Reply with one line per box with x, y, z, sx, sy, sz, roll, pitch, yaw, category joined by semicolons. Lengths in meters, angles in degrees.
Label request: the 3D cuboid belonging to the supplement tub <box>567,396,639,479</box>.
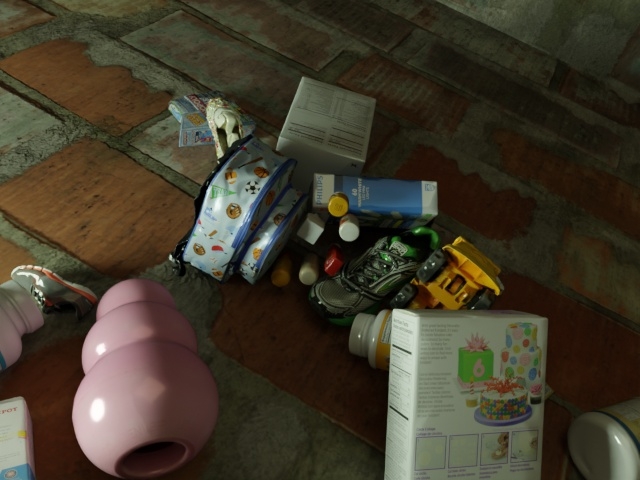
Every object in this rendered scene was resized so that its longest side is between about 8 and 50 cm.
0.587;0.376;1.011;0.200;0.144;0.144;-6;52;-24;supplement tub

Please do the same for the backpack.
-0.147;-0.062;1.075;0.213;0.263;0.276;22;45;1;backpack

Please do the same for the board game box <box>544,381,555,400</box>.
0.325;0.299;1.062;0.243;0.042;0.165;-22;59;-33;board game box

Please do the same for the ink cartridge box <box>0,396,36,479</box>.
-0.457;0.301;0.761;0.092;0.090;0.143;-7;51;-24;ink cartridge box

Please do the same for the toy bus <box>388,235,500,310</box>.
0.265;0.099;1.132;0.149;0.220;0.211;41;27;7;toy bus

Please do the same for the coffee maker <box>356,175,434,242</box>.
0.173;-0.055;1.298;0.178;0.120;0.171;11;73;-8;coffee maker

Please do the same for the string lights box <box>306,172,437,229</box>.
0.105;-0.081;1.159;0.260;0.133;0.076;3;76;-6;string lights box

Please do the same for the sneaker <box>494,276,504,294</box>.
0.367;0.116;1.235;0.152;0.053;0.061;-22;62;-34;sneaker

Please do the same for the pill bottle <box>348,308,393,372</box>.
0.168;0.199;1.021;0.215;0.117;0.117;10;43;21;pill bottle

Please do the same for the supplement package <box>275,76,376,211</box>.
0.003;-0.225;1.316;0.198;0.199;0.262;16;46;-4;supplement package

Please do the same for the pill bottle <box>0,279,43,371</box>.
-0.564;0.166;0.809;0.146;0.146;0.264;38;48;16;pill bottle

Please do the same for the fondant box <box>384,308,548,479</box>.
0.236;0.281;0.883;0.238;0.096;0.330;3;91;-17;fondant box

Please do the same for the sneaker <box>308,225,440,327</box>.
0.115;0.058;1.136;0.343;0.146;0.134;-29;63;-33;sneaker

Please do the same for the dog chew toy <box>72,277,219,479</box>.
-0.280;0.193;0.855;0.207;0.206;0.332;-4;42;-22;dog chew toy

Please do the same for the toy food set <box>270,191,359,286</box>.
0.000;0.000;1.098;0.111;0.232;0.104;31;21;-10;toy food set

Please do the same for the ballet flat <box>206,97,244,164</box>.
-0.215;-0.252;1.301;0.091;0.077;0.241;-10;75;-26;ballet flat

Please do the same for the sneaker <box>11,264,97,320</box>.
-0.484;0.096;0.961;0.158;0.061;0.065;20;52;0;sneaker

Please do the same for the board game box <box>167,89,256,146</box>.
-0.302;-0.315;1.392;0.194;0.060;0.194;-25;61;-35;board game box
